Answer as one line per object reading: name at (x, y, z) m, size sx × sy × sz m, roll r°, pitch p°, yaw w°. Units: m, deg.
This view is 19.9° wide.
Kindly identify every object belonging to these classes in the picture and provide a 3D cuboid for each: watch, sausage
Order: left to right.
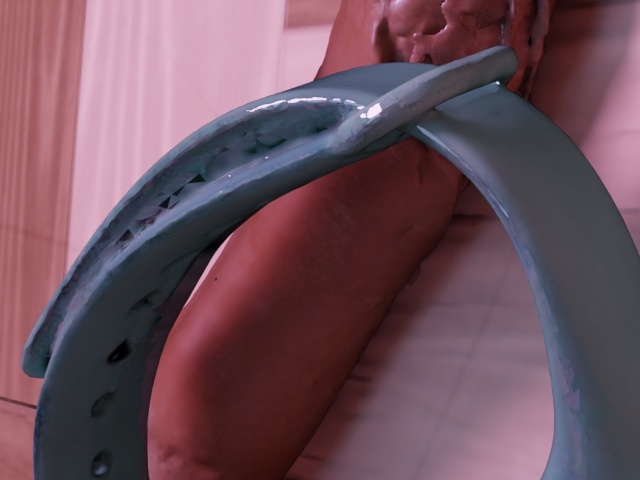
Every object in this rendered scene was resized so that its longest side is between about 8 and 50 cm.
sausage at (-0.001, 0.000, 0.605) m, size 0.304 × 0.078 × 0.078 m, roll -62°, pitch 41°, yaw 30°
watch at (0.009, 0.054, 0.534) m, size 0.195 × 0.068 × 0.237 m, roll 44°, pitch 126°, yaw 17°
